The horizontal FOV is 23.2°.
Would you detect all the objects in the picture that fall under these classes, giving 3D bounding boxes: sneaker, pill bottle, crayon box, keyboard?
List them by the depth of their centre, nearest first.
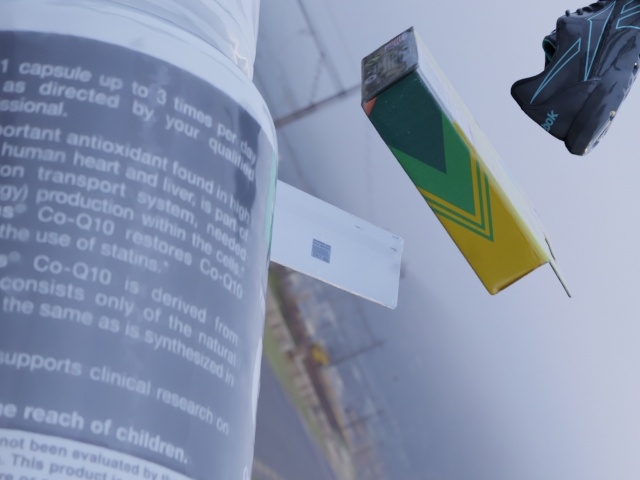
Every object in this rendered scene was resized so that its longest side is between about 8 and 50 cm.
[{"bbox_3d":[-0.125,0.020,0.697,0.204,0.204,0.361,70,21,-61],"label":"pill bottle"},{"bbox_3d":[0.000,0.000,1.421,0.256,0.014,0.072,23,73,-49],"label":"keyboard"},{"bbox_3d":[0.295,-0.215,1.594,0.106,0.267,0.101,31,-21,11],"label":"sneaker"},{"bbox_3d":[0.162,-0.074,1.771,0.318,0.081,0.202,54,13,-15],"label":"crayon box"}]
